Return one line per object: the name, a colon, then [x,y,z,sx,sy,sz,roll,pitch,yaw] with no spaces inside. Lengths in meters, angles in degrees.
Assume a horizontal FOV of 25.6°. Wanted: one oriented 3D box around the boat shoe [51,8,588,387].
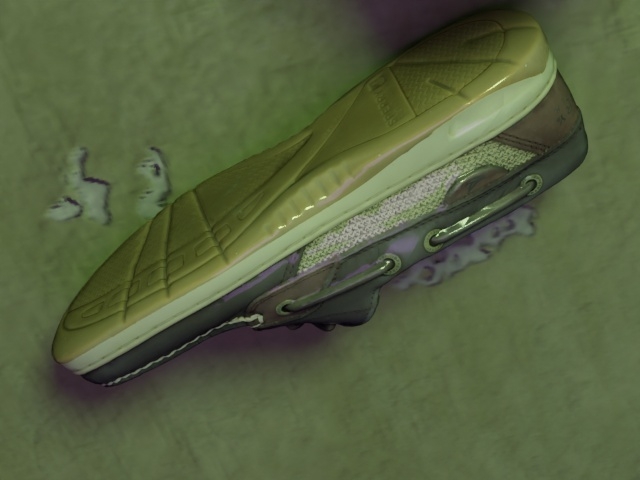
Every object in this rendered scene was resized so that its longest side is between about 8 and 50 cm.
boat shoe: [0.000,0.000,0.682,0.285,0.103,0.092,-33,116,11]
